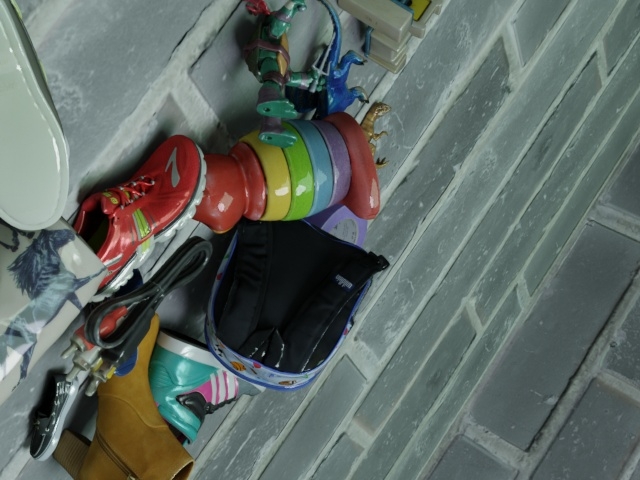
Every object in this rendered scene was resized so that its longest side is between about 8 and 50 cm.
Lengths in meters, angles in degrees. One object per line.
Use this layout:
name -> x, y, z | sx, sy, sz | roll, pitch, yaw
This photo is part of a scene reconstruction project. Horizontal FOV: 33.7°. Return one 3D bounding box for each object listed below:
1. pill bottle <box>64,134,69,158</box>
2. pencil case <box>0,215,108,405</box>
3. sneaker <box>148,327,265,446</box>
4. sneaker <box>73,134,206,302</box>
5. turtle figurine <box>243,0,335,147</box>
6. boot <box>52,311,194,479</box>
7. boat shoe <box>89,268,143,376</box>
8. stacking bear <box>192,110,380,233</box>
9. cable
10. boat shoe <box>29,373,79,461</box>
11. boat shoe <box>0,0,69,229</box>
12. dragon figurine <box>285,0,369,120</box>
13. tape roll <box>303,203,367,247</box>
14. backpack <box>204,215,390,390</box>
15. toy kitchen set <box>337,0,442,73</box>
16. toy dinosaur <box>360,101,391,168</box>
pill bottle -> -0.365, -0.098, 1.259 | 0.120, 0.067, 0.067 | -32, 141, -43
pencil case -> -0.426, 0.126, 1.270 | 0.160, 0.183, 0.410 | 46, 73, -32
sneaker -> -0.208, 0.270, 1.793 | 0.295, 0.123, 0.178 | 34, 81, -55
sneaker -> -0.262, -0.041, 1.449 | 0.279, 0.107, 0.118 | -54, 146, -14
turtle figurine -> -0.054, -0.263, 1.537 | 0.175, 0.118, 0.234 | 57, 34, -57
boot -> -0.265, 0.273, 1.611 | 0.295, 0.211, 0.104 | -61, 153, -2
boat shoe -> -0.306, 0.109, 1.546 | 0.066, 0.066, 0.183 | -19, 125, -50
stacking bear -> -0.079, -0.093, 1.600 | 0.289, 0.175, 0.164 | -15, 112, -26
cable -> -0.261, 0.080, 1.488 | 0.287, 0.072, 0.139 | -57, 153, -29
boat shoe -> -0.401, 0.257, 1.554 | 0.040, 0.049, 0.142 | 18, 98, -43
boat shoe -> -0.342, -0.153, 1.148 | 0.109, 0.091, 0.305 | -12, 125, -5
dragon figurine -> 0.002, -0.245, 1.718 | 0.144, 0.085, 0.289 | -46, 150, -28
tape roll -> 0.000, 0.000, 1.945 | 0.189, 0.080, 0.189 | -39, 145, -35
backpack -> -0.067, 0.106, 1.725 | 0.213, 0.276, 0.263 | 108, 6, -57
toy kitchen set -> 0.123, -0.403, 1.783 | 0.166, 0.122, 0.207 | -56, 172, -11
toy dinosaur -> 0.066, -0.161, 1.947 | 0.211, 0.064, 0.112 | -59, 136, -23
